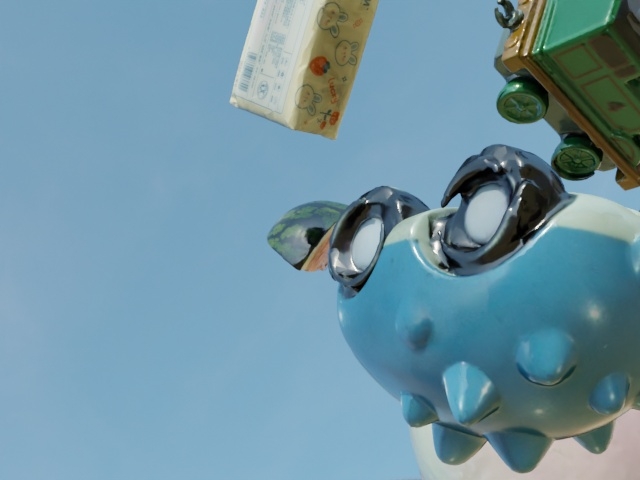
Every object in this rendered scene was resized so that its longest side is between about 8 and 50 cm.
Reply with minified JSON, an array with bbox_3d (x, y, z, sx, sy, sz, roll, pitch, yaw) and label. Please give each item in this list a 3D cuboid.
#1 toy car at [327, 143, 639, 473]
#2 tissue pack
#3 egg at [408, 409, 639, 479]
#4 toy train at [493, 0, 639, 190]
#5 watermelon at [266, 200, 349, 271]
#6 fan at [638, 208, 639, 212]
[{"bbox_3d":[0.121,0.059,0.592,0.188,0.255,0.190,20,-109,-32],"label":"toy car"},{"bbox_3d":[-0.020,-0.239,1.065,0.092,0.148,0.196,6,-74,-41],"label":"tissue pack"},{"bbox_3d":[0.299,0.269,1.053,0.354,0.340,0.355,-6,-53,-8],"label":"egg"},{"bbox_3d":[0.449,-0.255,1.392,0.429,0.178,0.249,38,-34,-26],"label":"toy train"},{"bbox_3d":[0.000,0.000,1.205,0.135,0.125,0.094,-28,-66,-11],"label":"watermelon"},{"bbox_3d":[0.370,-0.091,0.806,0.182,0.010,0.310,32,-63,-16],"label":"fan"}]
